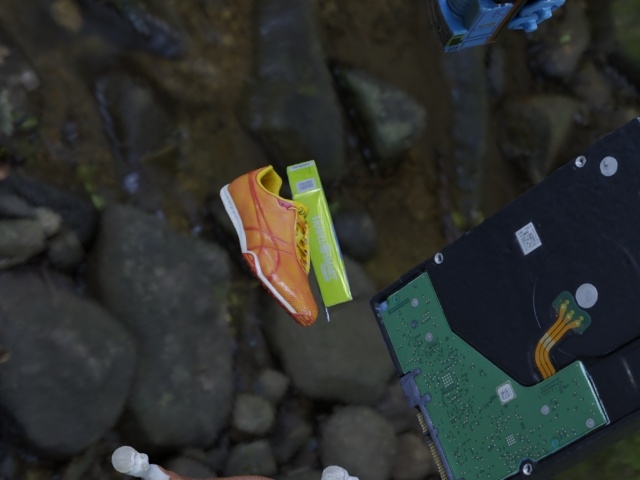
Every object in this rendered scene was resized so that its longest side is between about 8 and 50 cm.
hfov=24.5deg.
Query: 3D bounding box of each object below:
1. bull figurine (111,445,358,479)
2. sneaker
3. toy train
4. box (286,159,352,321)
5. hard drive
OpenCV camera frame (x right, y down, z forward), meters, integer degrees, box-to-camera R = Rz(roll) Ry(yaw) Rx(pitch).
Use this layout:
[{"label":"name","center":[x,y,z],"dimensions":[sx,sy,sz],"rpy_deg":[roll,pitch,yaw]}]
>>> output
[{"label":"bull figurine","center":[-0.092,0.252,1.291],"dimensions":[0.188,0.310,0.101],"rpy_deg":[75,16,-65]},{"label":"sneaker","center":[-0.036,0.000,1.291],"dimensions":[0.064,0.067,0.175],"rpy_deg":[53,10,-54]},{"label":"toy train","center":[0.156,-0.223,1.283],"dimensions":[0.184,0.105,0.080],"rpy_deg":[125,-51,-80]},{"label":"box","center":[0.000,0.000,1.866],"dimensions":[0.109,0.042,0.178],"rpy_deg":[-104,178,-66]},{"label":"hard drive","center":[0.217,0.076,1.338],"dimensions":[0.064,0.339,0.237],"rpy_deg":[8,53,-49]}]
